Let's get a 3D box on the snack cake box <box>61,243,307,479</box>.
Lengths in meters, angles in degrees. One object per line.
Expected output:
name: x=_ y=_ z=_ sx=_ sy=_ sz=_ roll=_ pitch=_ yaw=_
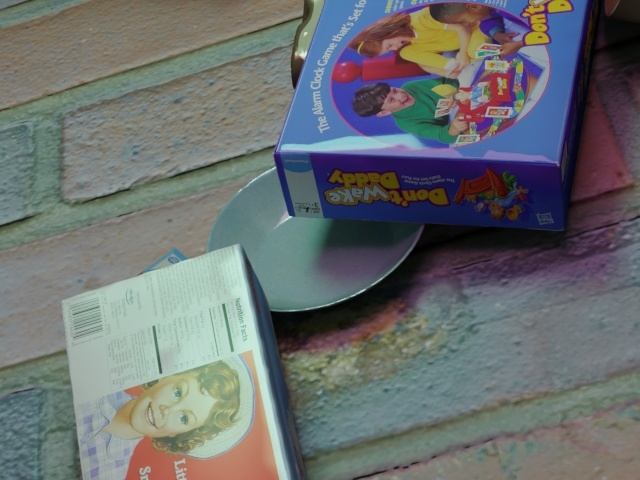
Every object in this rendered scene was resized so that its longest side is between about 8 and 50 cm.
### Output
snack cake box: x=-0.096 y=0.144 z=1.219 sx=0.152 sy=0.089 sz=0.264 roll=-17 pitch=49 yaw=4

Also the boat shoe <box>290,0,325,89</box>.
boat shoe: x=0.021 y=-0.217 z=1.610 sx=0.072 sy=0.068 sz=0.190 roll=4 pitch=55 yaw=9

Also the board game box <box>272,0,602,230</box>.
board game box: x=0.116 y=-0.166 z=1.431 sx=0.233 sy=0.078 sz=0.347 roll=4 pitch=48 yaw=15

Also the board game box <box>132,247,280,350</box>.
board game box: x=-0.119 y=0.077 z=1.374 sx=0.103 sy=0.026 sz=0.154 roll=-36 pitch=43 yaw=-16

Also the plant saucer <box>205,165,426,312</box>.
plant saucer: x=0.000 y=0.000 z=1.398 sx=0.195 sy=0.037 sz=0.195 roll=-12 pitch=43 yaw=11

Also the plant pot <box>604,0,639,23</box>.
plant pot: x=0.378 y=-0.306 z=1.423 sx=0.191 sy=0.284 sz=0.284 roll=15 pitch=48 yaw=2
